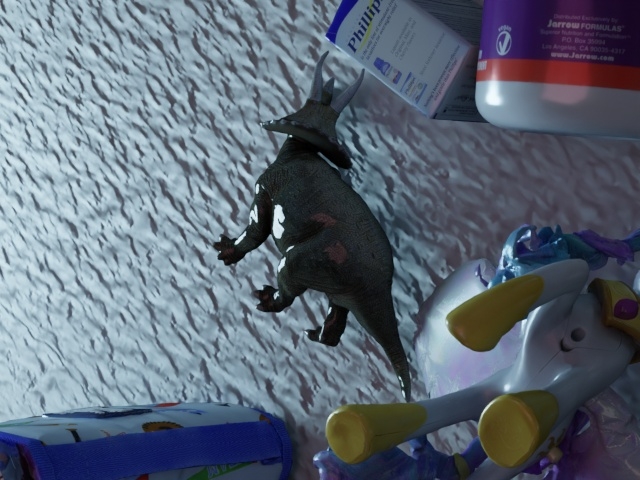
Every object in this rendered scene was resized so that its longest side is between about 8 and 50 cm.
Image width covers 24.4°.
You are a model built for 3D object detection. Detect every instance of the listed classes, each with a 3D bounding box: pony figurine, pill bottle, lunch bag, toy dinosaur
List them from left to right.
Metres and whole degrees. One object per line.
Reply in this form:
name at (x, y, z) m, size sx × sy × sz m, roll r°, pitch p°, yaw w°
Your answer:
lunch bag at (-0.247, 0.283, 1.394) m, size 0.385 × 0.328 × 0.239 m, roll -43°, pitch 63°, yaw 32°
toy dinosaur at (0.000, 0.000, 1.319) m, size 0.160 × 0.121 × 0.313 m, roll -52°, pitch 51°, yaw 45°
pony figurine at (0.162, 0.124, 1.102) m, size 0.303 × 0.363 × 0.351 m, roll 50°, pitch 134°, yaw 18°
pill bottle at (0.219, -0.239, 1.119) m, size 0.182 × 0.181 × 0.322 m, roll 7°, pitch 94°, yaw 38°

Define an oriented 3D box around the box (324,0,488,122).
box at (0.099, -0.163, 1.248) m, size 0.137 × 0.126 × 0.072 m, roll 42°, pitch 116°, yaw 31°
